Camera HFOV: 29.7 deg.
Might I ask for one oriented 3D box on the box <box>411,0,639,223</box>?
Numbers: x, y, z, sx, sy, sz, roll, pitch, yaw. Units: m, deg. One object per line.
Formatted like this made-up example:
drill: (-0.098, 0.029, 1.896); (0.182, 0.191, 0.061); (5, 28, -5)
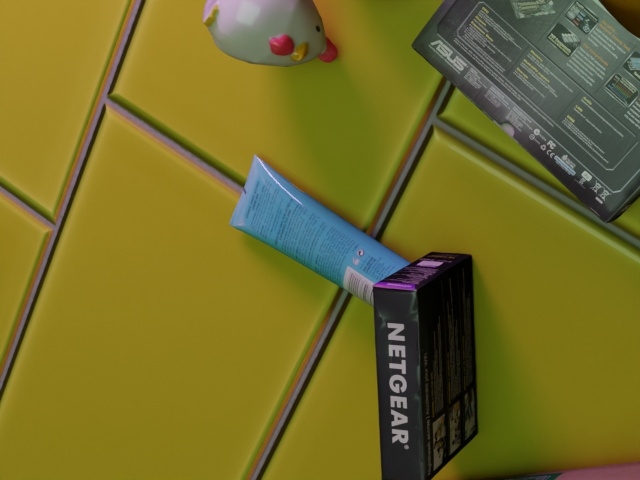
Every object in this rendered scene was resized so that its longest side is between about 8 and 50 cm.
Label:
box: (0.215, -0.158, 0.990); (0.231, 0.056, 0.183); (44, 117, 13)

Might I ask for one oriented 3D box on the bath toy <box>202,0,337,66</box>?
bath toy: (0.034, -0.276, 1.027); (0.129, 0.151, 0.348); (30, 121, -20)

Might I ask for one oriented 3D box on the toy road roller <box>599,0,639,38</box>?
toy road roller: (0.285, -0.153, 0.820); (0.241, 0.202, 0.329); (5, 86, 28)

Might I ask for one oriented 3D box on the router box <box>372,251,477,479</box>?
router box: (0.096, 0.111, 1.077); (0.046, 0.133, 0.178); (3, 103, 27)

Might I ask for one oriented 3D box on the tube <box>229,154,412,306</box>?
tube: (0.000, 0.000, 1.155); (0.207, 0.052, 0.080); (32, 111, 24)

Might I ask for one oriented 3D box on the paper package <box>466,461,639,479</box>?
paper package: (0.227, 0.363, 1.048); (0.325, 0.168, 0.309); (-14, 94, 31)
